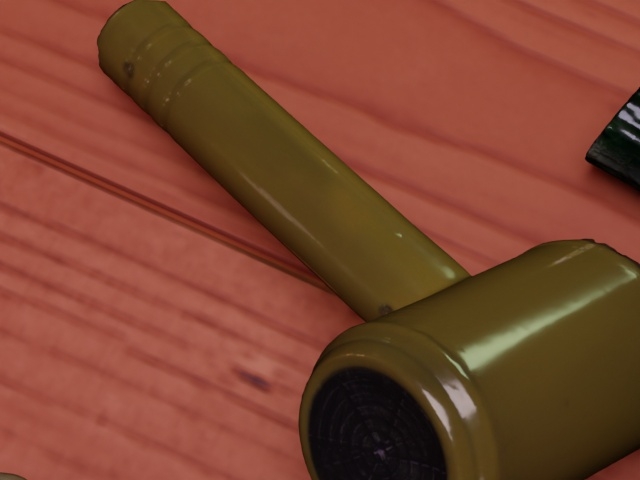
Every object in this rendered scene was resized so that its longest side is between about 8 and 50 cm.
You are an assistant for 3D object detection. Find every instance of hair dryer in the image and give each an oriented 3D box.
[{"bbox_3d":[0.000,0.000,0.762,0.135,0.090,0.278,-21,55,-43],"label":"hair dryer"}]

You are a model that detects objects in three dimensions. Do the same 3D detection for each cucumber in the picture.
[{"bbox_3d":[0.165,-0.027,0.803,0.105,0.048,0.048,30,76,5],"label":"cucumber"}]

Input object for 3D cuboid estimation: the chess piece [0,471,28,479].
[{"bbox_3d":[0.058,0.171,0.711,0.397,0.117,0.117,8,73,2],"label":"chess piece"}]
